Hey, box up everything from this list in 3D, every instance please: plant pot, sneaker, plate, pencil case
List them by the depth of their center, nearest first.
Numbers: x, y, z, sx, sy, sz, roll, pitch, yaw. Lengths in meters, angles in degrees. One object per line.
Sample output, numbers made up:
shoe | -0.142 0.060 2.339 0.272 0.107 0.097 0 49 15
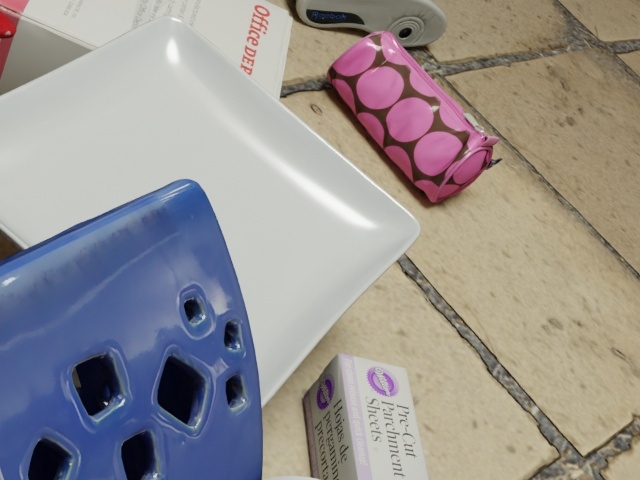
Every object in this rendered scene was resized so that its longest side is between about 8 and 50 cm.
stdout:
plant pot | -0.157 0.129 0.485 0.236 0.236 0.212 -35 102 -53
plate | -0.095 -0.025 0.726 0.277 0.045 0.278 40 44 6
pencil case | 0.100 -0.143 1.109 0.095 0.098 0.209 -18 60 -46
sneaker | 0.057 -0.323 1.289 0.217 0.079 0.121 6 47 -31

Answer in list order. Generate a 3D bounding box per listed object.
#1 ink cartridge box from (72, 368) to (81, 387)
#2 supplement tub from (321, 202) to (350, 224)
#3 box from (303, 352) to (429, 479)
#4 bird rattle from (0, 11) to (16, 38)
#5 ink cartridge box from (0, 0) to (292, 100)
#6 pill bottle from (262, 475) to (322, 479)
ink cartridge box | -0.133 0.025 0.761 0.140 0.082 0.190 13 41 -25
supplement tub | 0.000 0.000 0.868 0.071 0.107 0.071 20 39 -17
box | 0.044 0.224 0.689 0.067 0.063 0.324 17 40 -23
bird rattle | -0.363 -0.141 0.720 0.254 0.143 0.206 17 62 9
ink cartridge box | -0.183 -0.178 0.919 0.283 0.117 0.207 23 38 -14
pill bottle | -0.022 0.248 0.566 0.121 0.121 0.216 23 39 -14
